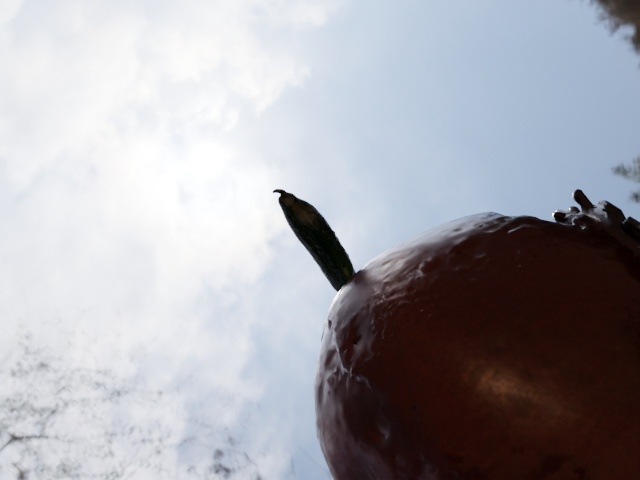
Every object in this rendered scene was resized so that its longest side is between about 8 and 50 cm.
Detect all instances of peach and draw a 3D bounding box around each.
[{"bbox_3d":[0.208,0.158,0.778,0.416,0.339,0.353,-1,-130,25],"label":"peach"}]

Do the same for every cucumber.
[{"bbox_3d":[0.000,0.000,0.887,0.037,0.155,0.037,-24,-147,17],"label":"cucumber"}]
